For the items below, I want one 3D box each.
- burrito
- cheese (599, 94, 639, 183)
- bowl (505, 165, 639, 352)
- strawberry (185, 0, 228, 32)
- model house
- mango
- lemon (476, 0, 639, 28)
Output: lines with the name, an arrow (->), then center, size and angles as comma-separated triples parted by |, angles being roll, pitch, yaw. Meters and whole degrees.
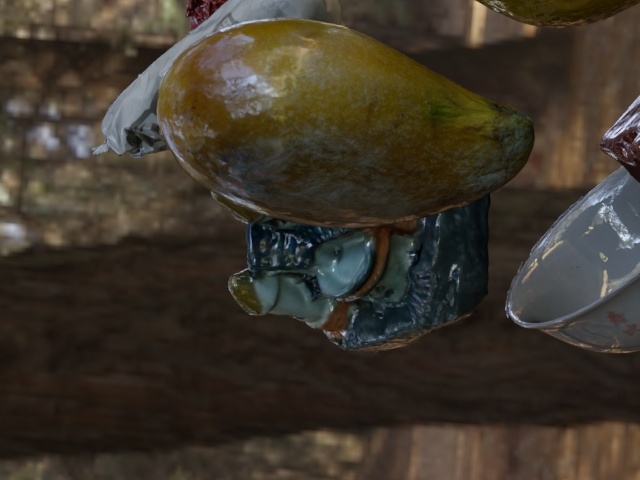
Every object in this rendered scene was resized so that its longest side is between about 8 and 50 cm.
burrito -> -0.133, -0.201, 1.987 | 0.445, 0.139, 0.101 | -31, 63, 41
cheese -> 0.399, -0.104, 1.657 | 0.128, 0.203, 0.177 | -46, -15, -6
bowl -> 0.399, 0.030, 1.927 | 0.345, 0.157, 0.345 | -42, 11, 10
strawberry -> -0.114, -0.291, 2.250 | 0.286, 0.188, 0.106 | 66, -139, -55
model house -> 0.000, 0.000, 1.743 | 0.253, 0.291, 0.184 | -18, 64, 51
mango -> 0.020, -0.094, 1.365 | 0.193, 0.316, 0.146 | 111, 162, -54
lemon -> 0.249, -0.376, 1.627 | 0.336, 0.336, 0.336 | 5, -90, -87
